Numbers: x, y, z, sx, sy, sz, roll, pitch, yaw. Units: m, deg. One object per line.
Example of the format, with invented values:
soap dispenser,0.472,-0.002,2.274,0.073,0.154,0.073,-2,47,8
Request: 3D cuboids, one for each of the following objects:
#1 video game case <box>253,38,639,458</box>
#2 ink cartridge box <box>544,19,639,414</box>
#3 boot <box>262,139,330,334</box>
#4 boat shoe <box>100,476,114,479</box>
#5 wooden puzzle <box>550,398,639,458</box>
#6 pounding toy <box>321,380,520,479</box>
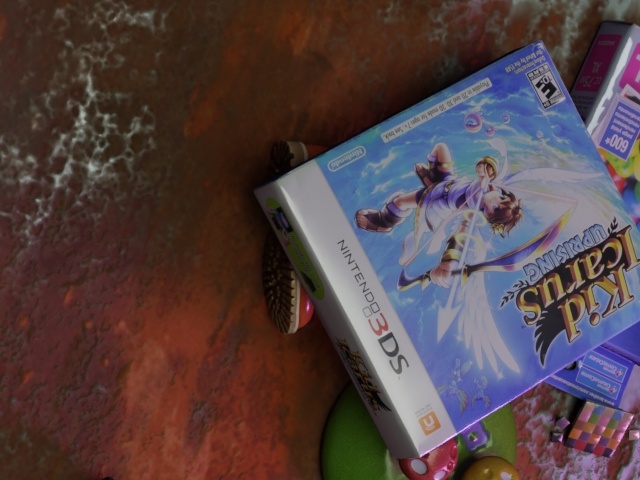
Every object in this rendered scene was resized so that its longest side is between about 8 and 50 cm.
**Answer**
video game case,0.119,0.004,1.370,0.269,0.061,0.244,-29,95,-21
ink cartridge box,0.267,-0.013,1.502,0.186,0.065,0.311,26,89,-23
boot,0.000,0.000,1.395,0.085,0.059,0.158,4,95,-28
boat shoe,-0.208,0.273,1.348,0.183,0.065,0.083,-44,109,-17
wooden puzzle,0.250,0.170,1.538,0.083,0.006,0.049,17,111,-18
pounding toy,0.104,0.214,1.439,0.183,0.110,0.236,-5,99,-22
